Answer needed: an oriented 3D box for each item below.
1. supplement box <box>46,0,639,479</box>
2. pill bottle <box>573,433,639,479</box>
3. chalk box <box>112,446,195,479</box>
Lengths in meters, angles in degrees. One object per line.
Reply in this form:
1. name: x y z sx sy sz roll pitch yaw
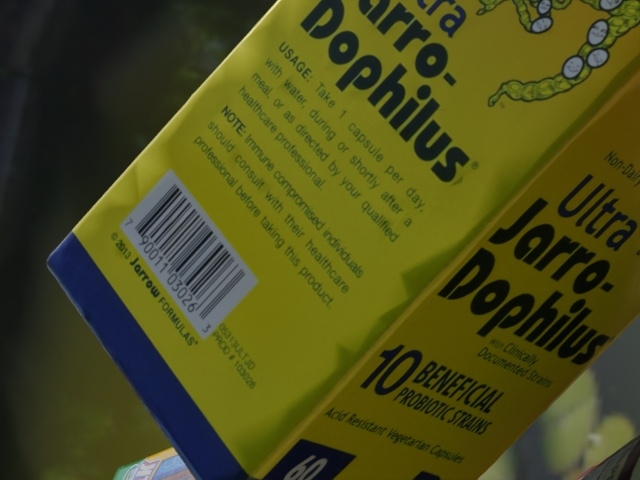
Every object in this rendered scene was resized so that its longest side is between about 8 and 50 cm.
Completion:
1. supplement box: 0.066 -0.031 1.028 0.356 0.194 0.195 -47 57 12
2. pill bottle: 0.215 0.217 1.069 0.392 0.224 0.224 -45 39 49
3. chalk box: -0.087 0.233 1.377 0.213 0.132 0.132 -23 32 39
